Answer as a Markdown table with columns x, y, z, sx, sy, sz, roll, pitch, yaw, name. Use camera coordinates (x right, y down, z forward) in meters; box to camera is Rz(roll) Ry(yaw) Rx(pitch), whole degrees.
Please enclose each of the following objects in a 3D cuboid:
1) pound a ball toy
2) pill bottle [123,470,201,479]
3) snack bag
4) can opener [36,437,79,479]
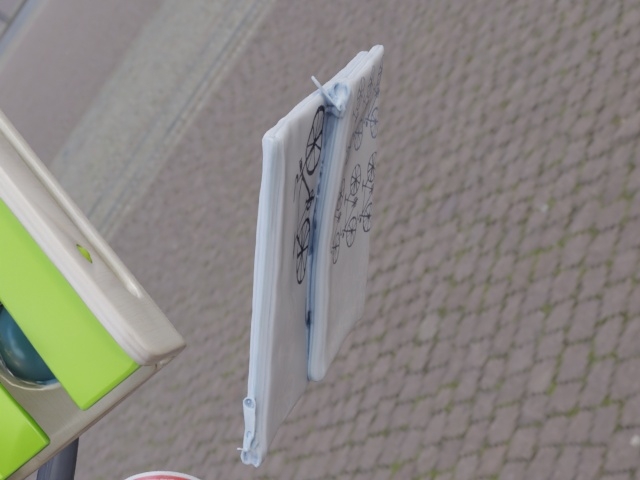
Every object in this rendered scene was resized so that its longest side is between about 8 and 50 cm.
| x | y | z | sx | sy | sz | roll | pitch | yaw | name |
| --- | --- | --- | --- | --- | --- | --- | --- | --- | --- |
| -0.250 | -0.004 | 0.684 | 0.208 | 0.319 | 0.136 | -40 | -3 | 2 | pound a ball toy |
| -0.162 | 0.367 | 1.280 | 0.161 | 0.161 | 0.283 | -51 | 17 | 15 | pill bottle |
| 0.000 | 0.000 | 1.228 | 0.342 | 0.037 | 0.323 | -49 | -34 | -65 | snack bag |
| -0.250 | 0.254 | 1.171 | 0.059 | 0.073 | 0.186 | 12 | 85 | 57 | can opener |
